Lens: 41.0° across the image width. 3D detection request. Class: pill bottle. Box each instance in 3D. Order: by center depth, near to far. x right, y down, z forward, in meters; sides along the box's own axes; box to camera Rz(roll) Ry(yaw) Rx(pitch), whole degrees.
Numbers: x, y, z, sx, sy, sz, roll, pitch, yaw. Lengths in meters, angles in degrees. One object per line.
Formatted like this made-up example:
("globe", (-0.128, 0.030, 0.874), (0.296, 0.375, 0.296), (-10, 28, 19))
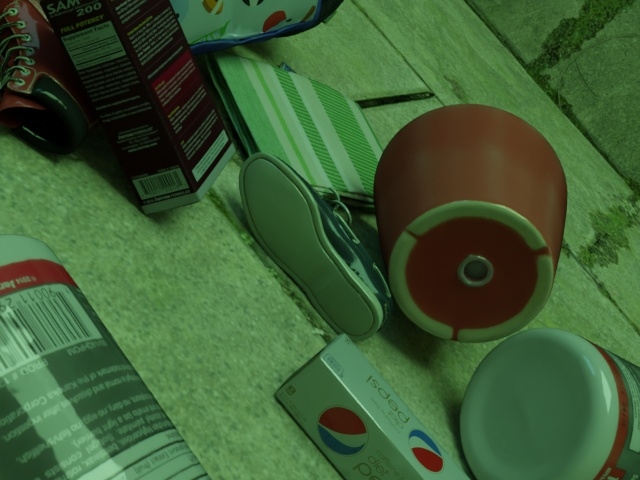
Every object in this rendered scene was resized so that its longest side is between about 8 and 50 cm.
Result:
("pill bottle", (-0.153, 0.168, 0.498), (0.318, 0.176, 0.176), (53, 28, 11))
("pill bottle", (0.364, 0.256, 1.064), (0.363, 0.210, 0.210), (25, 34, -34))

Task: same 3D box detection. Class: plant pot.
("plant pot", (0.194, -0.012, 1.106), (0.275, 0.275, 0.243), (41, 25, -12))

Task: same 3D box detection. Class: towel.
("towel", (-0.010, -0.150, 1.252), (0.325, 0.038, 0.247), (6, 52, -50))

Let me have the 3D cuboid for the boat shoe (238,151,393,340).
("boat shoe", (0.000, 0.000, 1.019), (0.254, 0.095, 0.079), (50, 29, 4))

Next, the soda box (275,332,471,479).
("soda box", (0.057, 0.203, 0.855), (0.216, 0.074, 0.069), (50, 28, 5))

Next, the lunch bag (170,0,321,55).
("lunch bag", (-0.171, -0.444, 1.133), (0.328, 0.239, 0.385), (-26, 105, -43))

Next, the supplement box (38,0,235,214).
("supplement box", (-0.181, -0.163, 0.889), (0.130, 0.073, 0.239), (-67, 140, -57))

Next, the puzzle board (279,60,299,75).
("puzzle board", (-0.035, -0.230, 1.364), (0.096, 0.011, 0.128), (37, 29, -16))

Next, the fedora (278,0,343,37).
("fedora", (-0.101, -0.481, 1.396), (0.334, 0.334, 0.152), (44, -3, -5))

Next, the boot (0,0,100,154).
("boot", (-0.312, -0.200, 0.862), (0.244, 0.088, 0.176), (45, 29, -11))

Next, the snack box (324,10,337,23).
("snack box", (-0.014, -0.508, 1.727), (0.100, 0.037, 0.141), (33, 31, -22))
